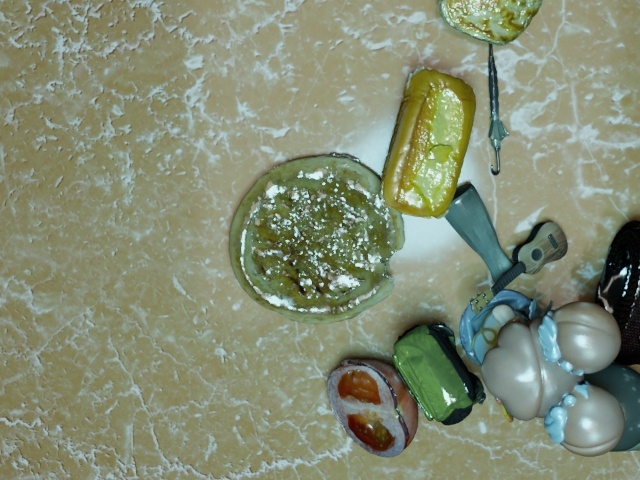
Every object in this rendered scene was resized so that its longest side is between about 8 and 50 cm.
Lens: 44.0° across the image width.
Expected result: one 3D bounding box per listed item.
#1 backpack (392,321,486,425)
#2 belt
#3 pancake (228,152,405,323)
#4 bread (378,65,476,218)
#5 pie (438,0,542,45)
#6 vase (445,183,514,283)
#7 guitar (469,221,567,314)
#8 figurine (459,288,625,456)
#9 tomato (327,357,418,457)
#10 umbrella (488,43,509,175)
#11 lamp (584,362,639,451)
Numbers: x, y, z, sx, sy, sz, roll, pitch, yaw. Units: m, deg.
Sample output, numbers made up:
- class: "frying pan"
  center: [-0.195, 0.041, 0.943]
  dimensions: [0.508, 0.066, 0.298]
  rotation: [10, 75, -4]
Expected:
- class: "backpack"
  center: [0.240, 0.273, 1.616]
  dimensions: [0.140, 0.253, 0.207]
  rotation: [-31, 74, 3]
- class: "belt"
  center: [0.628, 0.106, 1.581]
  dimensions: [0.164, 0.184, 0.289]
  rotation: [10, 100, -5]
- class: "pancake"
  center: [0.000, 0.000, 1.677]
  dimensions: [0.382, 0.071, 0.383]
  rotation: [1, 100, 6]
- class: "bread"
  center: [0.210, -0.187, 1.575]
  dimensions: [0.152, 0.119, 0.288]
  rotation: [16, 89, -5]
- class: "pie"
  center: [0.333, -0.484, 1.552]
  dimensions: [0.205, 0.084, 0.179]
  rotation: [16, 107, -6]
- class: "vase"
  center: [0.334, -0.008, 1.644]
  dimensions: [0.086, 0.086, 0.214]
  rotation: [-33, 100, 10]
- class: "guitar"
  center: [0.395, 0.062, 1.611]
  dimensions: [0.271, 0.038, 0.084]
  rotation: [-37, 100, -18]
- class: "figurine"
  center: [0.414, 0.232, 1.520]
  dimensions: [0.248, 0.388, 0.277]
  rotation: [-8, 97, 5]
- class: "tomato"
  center: [0.122, 0.341, 1.702]
  dimensions: [0.199, 0.112, 0.228]
  rotation: [-3, 108, 41]
- class: "umbrella"
  center: [0.361, -0.266, 1.613]
  dimensions: [0.044, 0.044, 0.269]
  rotation: [-8, 102, -24]
- class: "lamp"
  center: [0.642, 0.372, 1.664]
  dimensions: [0.313, 0.182, 0.182]
  rotation: [33, 103, -34]
